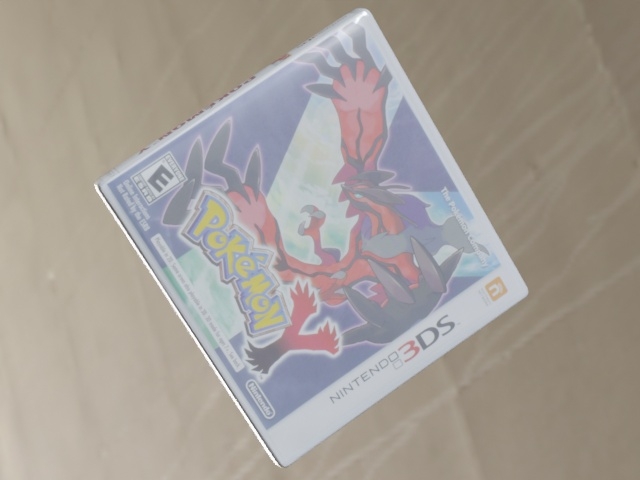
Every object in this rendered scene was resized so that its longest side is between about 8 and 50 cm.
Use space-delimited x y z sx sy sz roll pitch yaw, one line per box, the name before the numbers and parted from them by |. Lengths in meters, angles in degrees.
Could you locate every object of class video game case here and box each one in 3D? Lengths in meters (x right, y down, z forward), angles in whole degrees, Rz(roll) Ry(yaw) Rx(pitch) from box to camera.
video game case | 0.000 0.000 0.946 0.201 0.183 0.023 58 -10 -17
